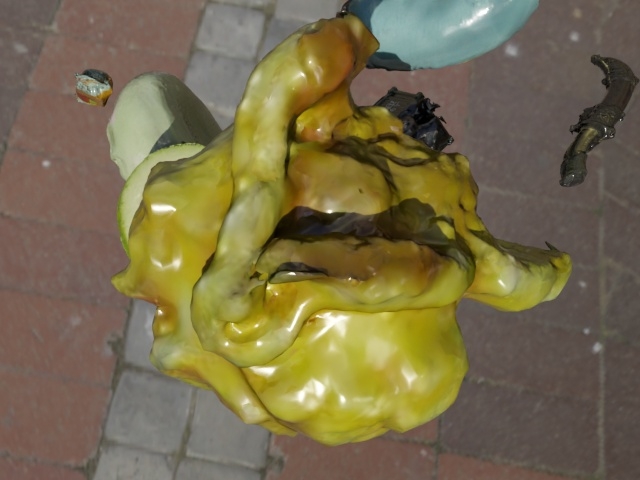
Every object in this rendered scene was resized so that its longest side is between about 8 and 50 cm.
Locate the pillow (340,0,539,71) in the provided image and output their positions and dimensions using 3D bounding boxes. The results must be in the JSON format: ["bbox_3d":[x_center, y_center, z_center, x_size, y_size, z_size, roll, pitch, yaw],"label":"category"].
[{"bbox_3d":[0.104,-0.280,1.035,0.214,0.086,0.233,-12,99,6],"label":"pillow"}]

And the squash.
[{"bbox_3d":[-0.193,-0.034,1.613,0.219,0.041,0.219,-3,82,21],"label":"squash"}]

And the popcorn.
[{"bbox_3d":[0.003,0.008,0.888,0.321,0.290,0.326,40,23,-33],"label":"popcorn"}]

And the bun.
[{"bbox_3d":[-0.271,-0.145,1.909,0.179,0.283,0.283,-31,64,15],"label":"bun"}]

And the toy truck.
[{"bbox_3d":[0.041,-0.065,1.318,0.259,0.121,0.088,-43,116,-9],"label":"toy truck"}]

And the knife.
[{"bbox_3d":[0.226,-0.097,0.892,0.045,0.021,0.222,8,36,17],"label":"knife"}]

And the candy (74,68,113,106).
[{"bbox_3d":[-0.311,-0.212,1.520,0.053,0.182,0.046,24,84,-12],"label":"candy"}]
